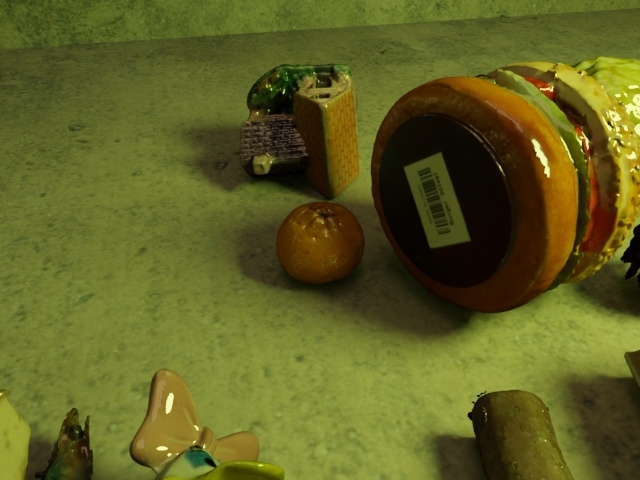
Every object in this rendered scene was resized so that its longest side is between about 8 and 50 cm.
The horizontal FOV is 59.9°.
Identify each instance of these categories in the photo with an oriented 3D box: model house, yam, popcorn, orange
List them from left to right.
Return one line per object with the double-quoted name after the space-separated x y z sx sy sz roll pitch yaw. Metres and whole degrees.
-0.039 -0.222 1.104 0.236 0.202 0.237 0 32 1 "model house"
0.000 -0.001 0.838 0.135 0.118 0.135 5 29 -3 "orange"
0.196 0.212 0.536 0.084 0.084 0.127 0 30 1 "yam"
0.504 -0.204 1.017 0.247 0.282 0.282 23 38 12 "popcorn"

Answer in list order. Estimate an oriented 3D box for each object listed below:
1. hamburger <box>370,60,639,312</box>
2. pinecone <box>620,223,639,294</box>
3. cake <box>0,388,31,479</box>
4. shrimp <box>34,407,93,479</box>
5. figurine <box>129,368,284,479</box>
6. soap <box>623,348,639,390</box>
0.250 -0.075 0.763 0.250 0.330 0.330 -21 38 -31 "hamburger"
0.514 0.027 0.757 0.165 0.163 0.163 36 44 17 "pinecone"
-0.403 0.188 0.365 0.282 0.290 0.256 -15 34 4 "cake"
-0.275 0.260 0.494 0.143 0.052 0.251 -5 33 1 "shrimp"
-0.114 0.283 0.378 0.193 0.154 0.421 -24 29 32 "figurine"
0.490 0.190 0.501 0.293 0.156 0.335 7 34 4 "soap"
